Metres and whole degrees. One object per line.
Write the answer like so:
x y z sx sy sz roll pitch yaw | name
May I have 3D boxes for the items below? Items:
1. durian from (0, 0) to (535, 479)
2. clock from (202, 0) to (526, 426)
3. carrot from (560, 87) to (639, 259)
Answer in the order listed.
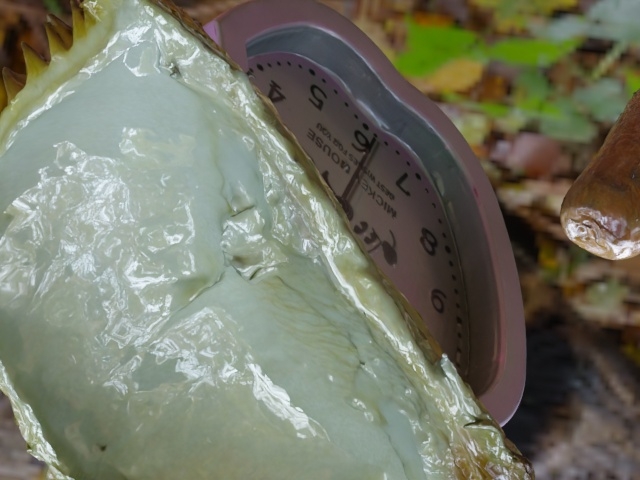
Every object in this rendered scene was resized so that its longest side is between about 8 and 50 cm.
-0.018 0.033 0.569 0.144 0.252 0.139 -31 -177 -22 | durian
0.000 0.000 1.270 0.102 0.338 0.338 -33 145 32 | clock
0.166 -0.049 0.883 0.060 0.060 0.186 1 -152 38 | carrot
